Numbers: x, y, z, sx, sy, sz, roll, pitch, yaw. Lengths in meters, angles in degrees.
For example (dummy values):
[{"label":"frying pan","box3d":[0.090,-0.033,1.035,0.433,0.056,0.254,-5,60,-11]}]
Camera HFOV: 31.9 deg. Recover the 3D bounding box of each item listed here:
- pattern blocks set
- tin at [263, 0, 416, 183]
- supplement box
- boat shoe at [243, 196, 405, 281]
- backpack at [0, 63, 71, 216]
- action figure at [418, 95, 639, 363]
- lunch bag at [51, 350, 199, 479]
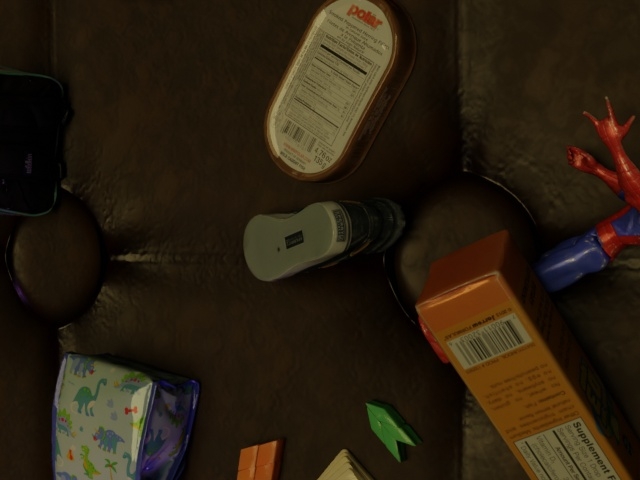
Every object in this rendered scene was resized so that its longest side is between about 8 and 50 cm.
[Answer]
[{"label":"pattern blocks set","box3d":[0.013,0.308,1.056,0.285,0.026,0.325,37,110,25]},{"label":"tin","box3d":[0.016,-0.140,1.037,0.106,0.040,0.189,35,109,22]},{"label":"supplement box","box3d":[0.169,0.112,0.868,0.080,0.078,0.233,-25,107,26]},{"label":"boat shoe","box3d":[0.000,0.000,1.038,0.183,0.083,0.065,-13,84,59]},{"label":"backpack","box3d":[-0.383,-0.112,1.195,0.144,0.188,0.166,14,99,31]},{"label":"action figure","box3d":[0.191,-0.020,0.891,0.280,0.091,0.139,-28,93,29]},{"label":"lunch bag","box3d":[-0.207,0.201,1.149,0.129,0.096,0.151,11,88,31]}]
